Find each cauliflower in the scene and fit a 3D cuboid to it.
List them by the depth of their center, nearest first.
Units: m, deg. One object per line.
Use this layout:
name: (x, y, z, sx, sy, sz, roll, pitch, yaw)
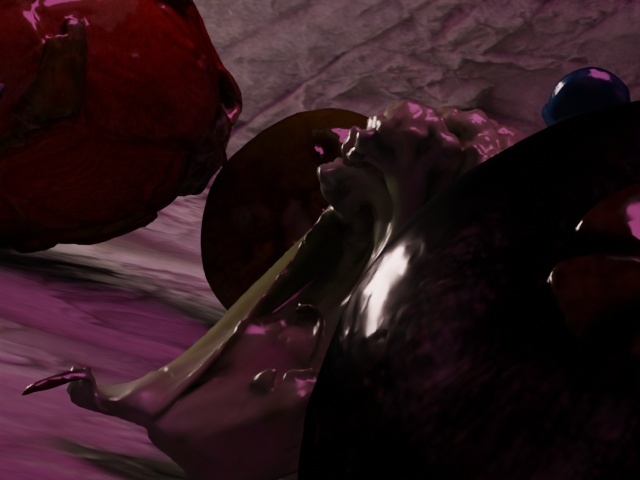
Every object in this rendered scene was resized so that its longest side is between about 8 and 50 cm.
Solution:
cauliflower: (0.017, 0.062, 0.831, 0.315, 0.239, 0.256, -17, 5, -17)

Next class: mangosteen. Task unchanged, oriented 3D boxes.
mangosteen: (0.135, 0.101, 0.548, 0.275, 0.275, 0.302, 24, -32, 37)

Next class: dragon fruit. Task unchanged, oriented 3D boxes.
dragon fruit: (-0.223, -0.131, 1.254, 0.342, 0.277, 0.277, 31, 6, 2)

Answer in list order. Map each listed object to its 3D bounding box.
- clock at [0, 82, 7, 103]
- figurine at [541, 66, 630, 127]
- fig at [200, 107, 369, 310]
clock: (-0.188, -0.002, 0.735, 0.063, 0.150, 0.197, 17, 7, -10)
figurine: (0.192, 0.026, 1.326, 0.204, 0.338, 0.283, 16, 37, 38)
fig: (0.000, 0.000, 1.280, 0.181, 0.181, 0.191, 19, -12, -8)
